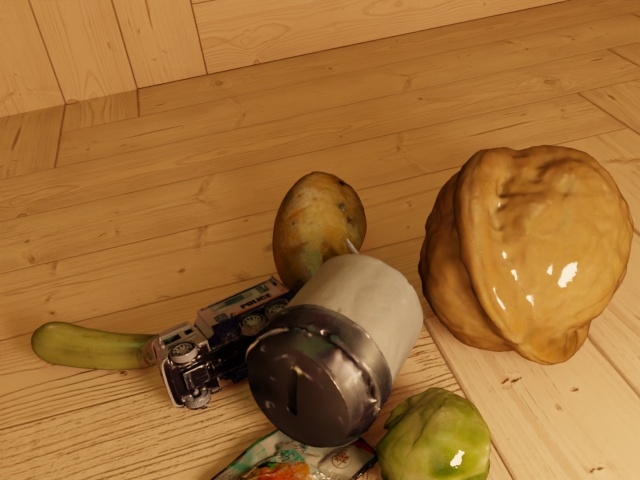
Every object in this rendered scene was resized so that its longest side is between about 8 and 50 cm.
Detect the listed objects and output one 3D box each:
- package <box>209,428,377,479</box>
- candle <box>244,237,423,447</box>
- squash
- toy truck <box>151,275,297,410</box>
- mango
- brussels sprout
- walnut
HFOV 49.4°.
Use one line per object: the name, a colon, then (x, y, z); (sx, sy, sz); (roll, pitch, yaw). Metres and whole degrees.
package: (-0.045, 0.342, 1.038); (0.232, 0.040, 0.166); (-30, 39, -30)
candle: (0.042, 0.154, 1.123); (0.222, 0.221, 0.342); (11, 31, 25)
squash: (-0.422, 0.197, 1.292); (0.250, 0.083, 0.083); (3, 36, 13)
toy truck: (-0.164, 0.175, 1.232); (0.268, 0.124, 0.155); (-22, 30, -22)
mango: (-0.006, 0.001, 1.426); (0.177, 0.176, 0.329); (-21, 44, 40)
brussels sprout: (0.172, 0.295, 0.987); (0.183, 0.131, 0.146); (-37, 22, -34)
walnut: (0.338, 0.019, 1.189); (0.384, 0.383, 0.383); (-6, 35, 4)
